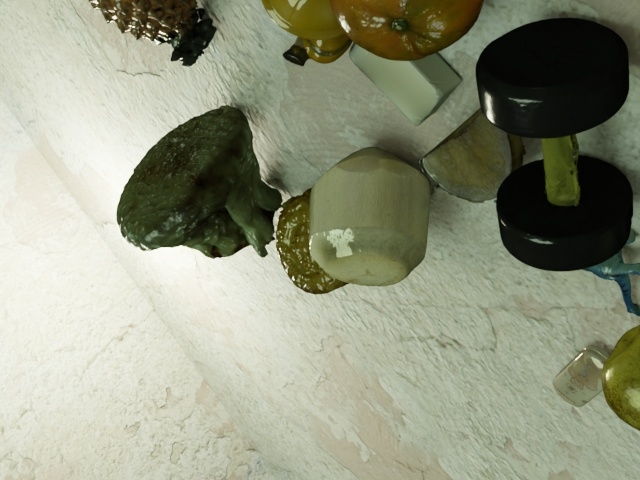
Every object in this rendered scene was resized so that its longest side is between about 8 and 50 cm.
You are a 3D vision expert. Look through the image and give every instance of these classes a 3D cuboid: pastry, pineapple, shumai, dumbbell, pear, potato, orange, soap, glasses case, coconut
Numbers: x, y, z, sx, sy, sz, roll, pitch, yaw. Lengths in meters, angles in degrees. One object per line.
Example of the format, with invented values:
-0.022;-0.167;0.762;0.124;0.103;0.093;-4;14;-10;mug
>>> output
0.000;0.000;2.124;0.240;0.132;0.235;-21;93;41;pastry
-0.326;-0.480;1.994;0.222;0.223;0.357;27;165;39;pineapple
-0.254;-0.087;2.251;0.324;0.397;0.323;22;161;49;shumai
0.340;-0.133;1.373;0.203;0.203;0.323;26;146;40;dumbbell
0.558;0.225;1.540;0.197;0.197;0.197;37;152;23;pear
0.279;-0.149;1.572;0.138;0.098;0.243;48;151;-2;potato
0.123;-0.363;1.392;0.240;0.171;0.240;8;149;5;orange
0.139;-0.295;1.633;0.183;0.064;0.121;47;154;3;soap
0.504;0.261;1.831;0.081;0.051;0.204;41;153;14;glasses case
0.094;-0.055;1.842;0.237;0.266;0.237;7;157;3;coconut

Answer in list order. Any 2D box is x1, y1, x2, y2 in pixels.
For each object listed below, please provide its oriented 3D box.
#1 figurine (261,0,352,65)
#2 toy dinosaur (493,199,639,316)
0.004;-0.398;1.580;0.167;0.192;0.257;35;167;23;figurine
0.444;0.011;1.551;0.329;0.076;0.144;36;152;-11;toy dinosaur
